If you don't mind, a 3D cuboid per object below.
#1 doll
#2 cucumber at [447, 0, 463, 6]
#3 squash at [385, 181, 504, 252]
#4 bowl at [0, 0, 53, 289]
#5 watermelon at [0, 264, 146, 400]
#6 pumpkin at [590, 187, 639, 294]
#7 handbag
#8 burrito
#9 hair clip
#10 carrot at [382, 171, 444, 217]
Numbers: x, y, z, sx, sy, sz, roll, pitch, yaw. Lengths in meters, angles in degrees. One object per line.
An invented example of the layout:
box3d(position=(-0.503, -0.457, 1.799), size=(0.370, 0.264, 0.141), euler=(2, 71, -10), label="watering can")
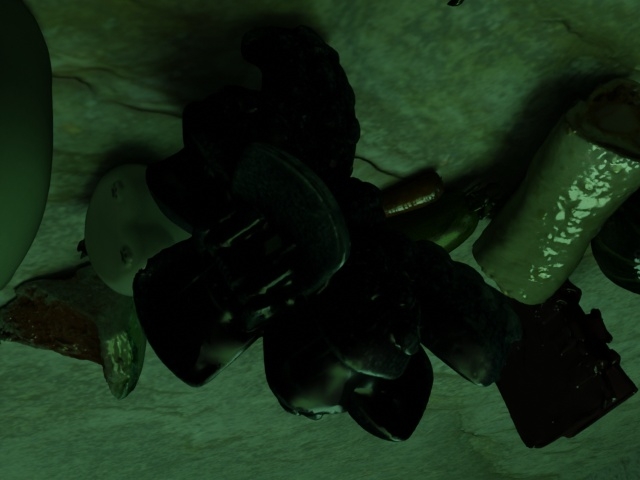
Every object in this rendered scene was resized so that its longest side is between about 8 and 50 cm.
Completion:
box3d(position=(-0.108, -0.009, 0.879), size=(0.180, 0.111, 0.107), euler=(-3, 169, -27), label="doll")
box3d(position=(0.190, -0.277, 0.596), size=(0.325, 0.105, 0.145), euler=(-26, 127, 10), label="cucumber")
box3d(position=(0.045, 0.017, 1.087), size=(0.318, 0.080, 0.071), euler=(-19, -170, -1), label="squash")
box3d(position=(-0.323, -0.014, 0.626), size=(0.353, 0.185, 0.354), euler=(-17, 154, -9), label="bowl")
box3d(position=(-0.227, 0.059, 1.004), size=(0.158, 0.121, 0.098), euler=(20, 139, 16), label="watermelon")
box3d(position=(0.407, -0.008, 1.238), size=(0.167, 0.125, 0.167), euler=(-18, 132, -22), label="pumpkin")
box3d(position=(0.319, 0.162, 1.418), size=(0.073, 0.203, 0.216), euler=(-14, 155, -31), label="handbag")
box3d(position=(0.248, -0.037, 1.069), size=(0.143, 0.105, 0.299), euler=(-50, 170, -34), label="burrito")
box3d(position=(-0.005, -0.001, 0.732), size=(0.206, 0.310, 0.194), euler=(-21, 162, -50), label="hair clip")
box3d(position=(0.082, -0.042, 1.047), size=(0.093, 0.032, 0.032), euler=(-22, 154, 9), label="carrot")
